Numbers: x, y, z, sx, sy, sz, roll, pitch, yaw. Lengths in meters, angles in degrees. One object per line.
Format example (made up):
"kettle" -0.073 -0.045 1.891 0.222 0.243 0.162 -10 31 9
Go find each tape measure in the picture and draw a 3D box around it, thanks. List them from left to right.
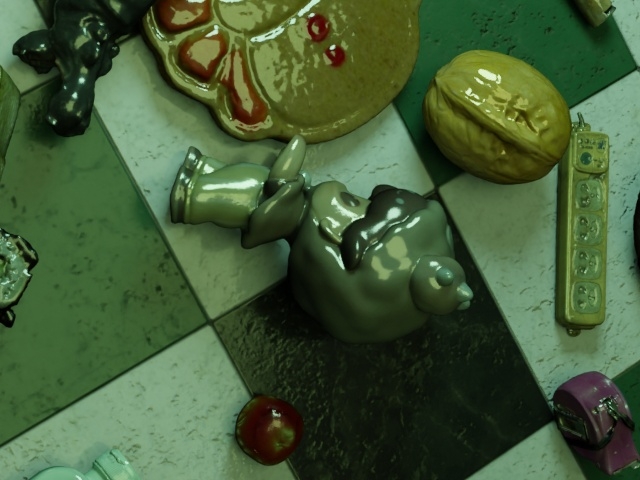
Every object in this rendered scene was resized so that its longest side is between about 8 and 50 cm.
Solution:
"tape measure" 0.362 0.236 1.902 0.074 0.125 0.118 -25 112 -20

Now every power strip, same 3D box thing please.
"power strip" 0.354 -0.022 1.951 0.064 0.044 0.305 3 87 -19

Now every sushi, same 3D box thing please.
"sushi" -0.375 0.038 1.670 0.098 0.084 0.094 44 72 -18

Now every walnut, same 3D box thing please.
"walnut" 0.226 -0.156 1.855 0.206 0.159 0.159 31 79 -21

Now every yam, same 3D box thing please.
"yam" 0.310 -0.404 1.948 0.046 0.046 0.264 -40 100 -16

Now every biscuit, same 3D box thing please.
"biscuit" -0.053 -0.302 1.810 0.359 0.074 0.381 -40 104 -18

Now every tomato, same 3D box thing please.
"tomato" -0.062 0.234 1.779 0.087 0.075 0.087 -1 92 -20

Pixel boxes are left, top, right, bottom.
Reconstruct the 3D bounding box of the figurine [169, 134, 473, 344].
"figurine" -0.001 -0.001 1.744 0.380 0.248 0.203 24 85 -4

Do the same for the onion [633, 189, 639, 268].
"onion" 0.561 -0.023 1.971 0.272 0.195 0.272 2 98 15

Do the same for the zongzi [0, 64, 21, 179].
"zongzi" -0.374 -0.053 1.578 0.274 0.300 0.145 -54 148 -16

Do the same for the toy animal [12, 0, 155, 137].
"toy animal" -0.253 -0.295 1.694 0.168 0.106 0.343 35 92 20

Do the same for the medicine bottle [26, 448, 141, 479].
"medicine bottle" -0.314 0.334 1.681 0.229 0.083 0.121 -36 92 -16
